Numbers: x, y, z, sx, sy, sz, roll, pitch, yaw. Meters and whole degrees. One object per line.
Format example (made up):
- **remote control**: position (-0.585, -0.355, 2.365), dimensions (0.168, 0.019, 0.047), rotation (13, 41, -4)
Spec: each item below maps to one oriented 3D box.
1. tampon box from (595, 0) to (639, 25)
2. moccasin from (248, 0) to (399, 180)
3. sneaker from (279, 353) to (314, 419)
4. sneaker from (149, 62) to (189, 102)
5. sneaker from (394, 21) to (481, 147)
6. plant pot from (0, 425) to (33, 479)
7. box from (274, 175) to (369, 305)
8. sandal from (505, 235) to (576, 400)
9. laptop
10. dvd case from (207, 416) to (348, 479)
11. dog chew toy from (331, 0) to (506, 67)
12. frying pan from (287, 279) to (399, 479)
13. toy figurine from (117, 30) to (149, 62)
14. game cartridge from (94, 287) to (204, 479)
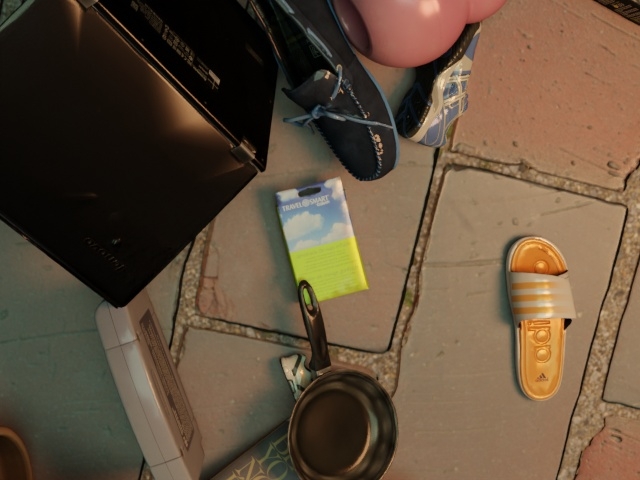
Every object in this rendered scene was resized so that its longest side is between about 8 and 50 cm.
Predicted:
- **tampon box**: position (0.460, -0.413, 1.599), dimensions (0.161, 0.101, 0.120), rotation (27, 92, -9)
- **moccasin**: position (-0.013, -0.227, 1.519), dimensions (0.117, 0.138, 0.342), rotation (-38, 99, -46)
- **sneaker**: position (-0.026, 0.225, 1.641), dimensions (0.044, 0.040, 0.109), rotation (-20, 99, -7)
- **sneaker**: position (-0.225, -0.199, 1.561), dimensions (0.086, 0.064, 0.192), rotation (-15, 98, 2)
- **sneaker**: position (0.187, -0.238, 1.608), dimensions (0.081, 0.080, 0.211), rotation (28, 89, -37)
- **plant pot**: position (-0.565, 0.383, 1.502), dimensions (0.229, 0.263, 0.263), rotation (3, 96, 9)
- **box**: position (0.000, 0.000, 1.617), dimensions (0.109, 0.042, 0.178), rotation (-15, 98, -6)
- **sandal**: position (0.352, 0.126, 1.659), dimensions (0.102, 0.076, 0.265), rotation (-6, 97, -7)
- **laptop**: position (-0.271, -0.203, 1.403), dimensions (0.236, 0.407, 0.382), rotation (-23, 132, 27)
- **dvd case**: position (-0.073, 0.393, 1.624), dimensions (0.221, 0.018, 0.164), rotation (-35, 90, -18)
- **dog chew toy**: position (0.182, -0.388, 1.527), dimensions (0.332, 0.206, 0.206), rotation (-31, 99, -12)
- **frying pan**: position (-0.005, 0.244, 1.607), dimensions (0.197, 0.053, 0.326), rotation (-44, 107, -25)
- **toy figurine**: position (-0.322, -0.406, 1.417), dimensions (0.191, 0.217, 0.362), rotation (-1, 90, 15)
- **game cartridge**: position (-0.243, 0.208, 1.531), dimensions (0.062, 0.198, 0.297), rotation (-18, 98, 6)
